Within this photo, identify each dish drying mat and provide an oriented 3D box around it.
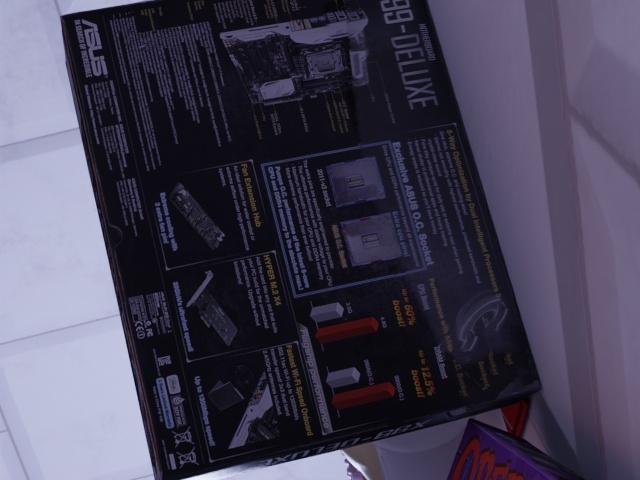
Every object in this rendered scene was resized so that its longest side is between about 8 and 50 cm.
[{"bbox_3d":[0.133,0.113,0.819,0.083,0.008,0.032,81,175,-63],"label":"dish drying mat"}]

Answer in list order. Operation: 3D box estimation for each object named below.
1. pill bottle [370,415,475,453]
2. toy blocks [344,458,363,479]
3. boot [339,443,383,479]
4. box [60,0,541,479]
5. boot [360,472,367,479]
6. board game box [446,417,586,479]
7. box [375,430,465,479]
[{"bbox_3d":[0.061,0.093,1.007,0.221,0.121,0.121,-124,20,-81],"label":"pill bottle"},{"bbox_3d":[-0.022,0.238,1.973,0.288,0.260,0.308,-109,6,-57],"label":"toy blocks"},{"bbox_3d":[0.039,0.225,1.349,0.203,0.095,0.262,47,149,4],"label":"boot"},{"bbox_3d":[-0.020,-0.017,0.774,0.076,0.243,0.307,119,137,-71],"label":"box"},{"bbox_3d":[0.030,0.243,1.618,0.211,0.104,0.295,34,-156,-24],"label":"boot"},{"bbox_3d":[0.092,0.217,0.592,0.347,0.056,0.208,175,120,-85],"label":"board game box"},{"bbox_3d":[0.117,0.272,1.075,0.130,0.091,0.170,-106,3,-49],"label":"box"}]
